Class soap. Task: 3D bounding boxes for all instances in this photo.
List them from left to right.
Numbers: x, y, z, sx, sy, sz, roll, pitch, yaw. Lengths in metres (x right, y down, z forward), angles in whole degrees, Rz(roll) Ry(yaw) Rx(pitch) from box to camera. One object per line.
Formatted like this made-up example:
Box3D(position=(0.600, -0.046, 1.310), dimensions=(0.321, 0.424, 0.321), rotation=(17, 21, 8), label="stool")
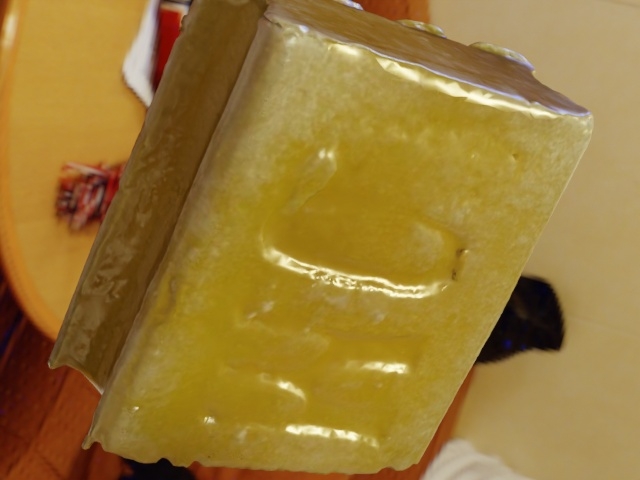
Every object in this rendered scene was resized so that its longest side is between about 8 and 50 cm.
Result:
Box3D(position=(0.000, 0.000, 0.874), dimensions=(0.293, 0.156, 0.335), rotation=(14, 113, -31), label="soap")
